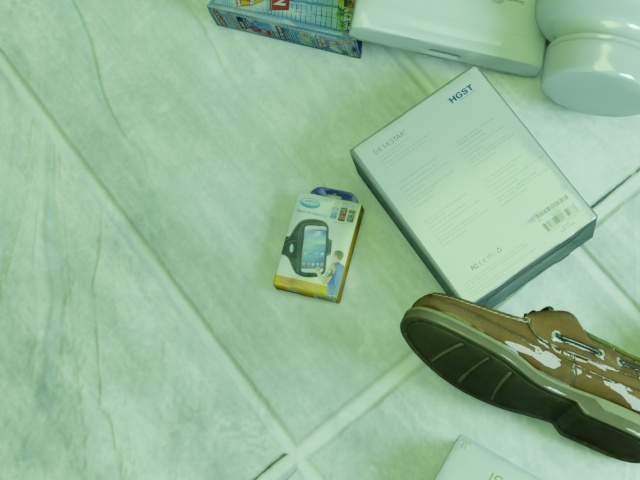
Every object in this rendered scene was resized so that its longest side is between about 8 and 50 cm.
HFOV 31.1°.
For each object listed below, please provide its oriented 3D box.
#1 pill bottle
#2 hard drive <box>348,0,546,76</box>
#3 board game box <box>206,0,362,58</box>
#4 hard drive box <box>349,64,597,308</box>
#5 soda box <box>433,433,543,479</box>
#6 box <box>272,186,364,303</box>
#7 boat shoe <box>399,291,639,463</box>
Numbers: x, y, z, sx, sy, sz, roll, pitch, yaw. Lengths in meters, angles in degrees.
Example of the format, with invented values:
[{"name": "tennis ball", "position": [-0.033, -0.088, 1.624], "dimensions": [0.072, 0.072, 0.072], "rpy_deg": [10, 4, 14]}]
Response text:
[{"name": "pill bottle", "position": [0.344, -0.312, 1.322], "dimensions": [0.176, 0.176, 0.319], "rpy_deg": [10, 77, 12]}, {"name": "hard drive", "position": [0.180, -0.391, 1.415], "dimensions": [0.233, 0.047, 0.353], "rpy_deg": [12, 76, -3]}, {"name": "board game box", "position": [-0.040, -0.329, 1.455], "dimensions": [0.194, 0.060, 0.194], "rpy_deg": [2, 75, 9]}, {"name": "hard drive box", "position": [0.174, -0.054, 1.323], "dimensions": [0.181, 0.089, 0.232], "rpy_deg": [-34, 72, -1]}, {"name": "soda box", "position": [0.227, 0.291, 1.222], "dimensions": [0.216, 0.074, 0.069], "rpy_deg": [28, 80, 16]}, {"name": "box", "position": [0.000, 0.000, 1.370], "dimensions": [0.081, 0.028, 0.136], "rpy_deg": [12, 78, 13]}, {"name": "boat shoe", "position": [0.232, 0.127, 1.238], "dimensions": [0.307, 0.111, 0.104], "rpy_deg": [29, 61, -7]}]
